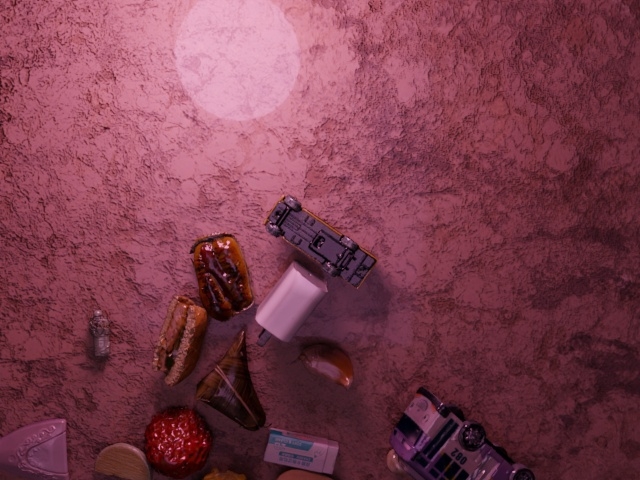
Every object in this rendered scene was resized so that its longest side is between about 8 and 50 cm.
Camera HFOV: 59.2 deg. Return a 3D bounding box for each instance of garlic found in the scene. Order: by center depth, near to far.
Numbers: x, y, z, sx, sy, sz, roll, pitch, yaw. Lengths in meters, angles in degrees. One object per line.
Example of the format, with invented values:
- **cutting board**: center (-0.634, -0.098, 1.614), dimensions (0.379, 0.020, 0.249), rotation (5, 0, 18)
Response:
- **garlic**: center (0.006, 0.369, 1.693), dimensions (0.198, 0.129, 0.091), rotation (28, 112, -9)

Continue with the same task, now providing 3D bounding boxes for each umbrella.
- **umbrella**: center (-0.658, 0.276, 1.687), dimensions (0.067, 0.062, 0.144), rotation (0, 101, 28)

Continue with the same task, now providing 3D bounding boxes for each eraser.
- **eraser**: center (-0.901, 0.656, 1.727), dimensions (0.243, 0.059, 0.205), rotation (-1, 99, -7)
- **eraser**: center (-0.062, 0.663, 1.773), dimensions (0.224, 0.052, 0.096), rotation (13, 95, -4)

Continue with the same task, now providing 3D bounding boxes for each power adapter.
- **power adapter**: center (-0.103, 0.195, 1.633), dimensions (0.124, 0.187, 0.255), rotation (37, 96, -7)

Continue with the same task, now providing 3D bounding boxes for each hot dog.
- **hot dog**: center (-0.290, 0.107, 1.665), dimensions (0.162, 0.082, 0.271), rotation (-15, 98, -2)

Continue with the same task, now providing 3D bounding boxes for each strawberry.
- **strawberry**: center (-0.447, 0.640, 1.693), dimensions (0.233, 0.178, 0.234), rotation (1, 98, 4)

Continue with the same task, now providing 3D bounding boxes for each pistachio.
- **pistachio**: center (-0.037, 0.789, 1.762), dimensions (0.225, 0.136, 0.136), rotation (12, 98, -11)

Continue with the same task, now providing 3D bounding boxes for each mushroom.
- **mushroom**: center (0.248, 0.700, 1.785), dimensions (0.083, 0.084, 0.067), rotation (20, 140, -6)

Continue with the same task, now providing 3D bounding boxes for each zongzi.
- **zongzi**: center (-0.215, 0.437, 1.710), dimensions (0.247, 0.111, 0.241), rotation (39, 89, -13)

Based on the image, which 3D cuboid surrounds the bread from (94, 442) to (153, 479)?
- **bread**: center (-0.606, 0.678, 1.748), dimensions (0.192, 0.036, 0.112), rotation (7, 101, 8)

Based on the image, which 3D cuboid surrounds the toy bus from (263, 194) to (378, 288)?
- **toy bus**: center (0.000, 0.000, 1.640), dimensions (0.335, 0.123, 0.121), rotation (34, 97, -7)

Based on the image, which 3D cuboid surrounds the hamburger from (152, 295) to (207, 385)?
- **hamburger**: center (-0.400, 0.298, 1.664), dimensions (0.124, 0.130, 0.262), rotation (29, 104, 28)

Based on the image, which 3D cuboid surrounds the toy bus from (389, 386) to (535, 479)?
- **toy bus**: center (0.424, 0.673, 1.705), dimensions (0.440, 0.209, 0.249), rotation (42, 85, -7)

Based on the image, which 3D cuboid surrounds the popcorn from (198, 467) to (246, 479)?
- **popcorn**: center (-0.299, 0.827, 1.706), dimensions (0.249, 0.249, 0.226), rotation (4, 116, -3)
